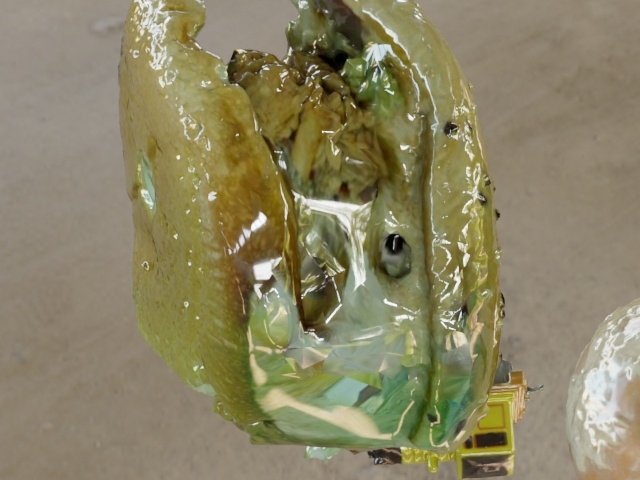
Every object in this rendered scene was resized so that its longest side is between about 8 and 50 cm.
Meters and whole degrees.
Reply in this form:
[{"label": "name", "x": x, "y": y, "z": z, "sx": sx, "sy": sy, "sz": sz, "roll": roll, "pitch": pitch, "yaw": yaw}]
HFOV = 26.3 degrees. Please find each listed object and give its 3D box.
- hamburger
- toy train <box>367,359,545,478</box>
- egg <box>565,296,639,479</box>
[{"label": "hamburger", "x": 0.000, "y": 0.000, "z": 0.720, "sx": 0.167, "sy": 0.288, "sz": 0.192, "roll": -14, "pitch": 29, "yaw": -23}, {"label": "toy train", "x": 0.122, "y": 0.180, "z": 1.402, "sx": 0.219, "sy": 0.089, "sz": 0.127, "roll": -4, "pitch": 58, "yaw": 3}, {"label": "egg", "x": 0.303, "y": 0.144, "z": 1.157, "sx": 0.194, "sy": 0.195, "sz": 0.233, "roll": 18, "pitch": 55, "yaw": 16}]
